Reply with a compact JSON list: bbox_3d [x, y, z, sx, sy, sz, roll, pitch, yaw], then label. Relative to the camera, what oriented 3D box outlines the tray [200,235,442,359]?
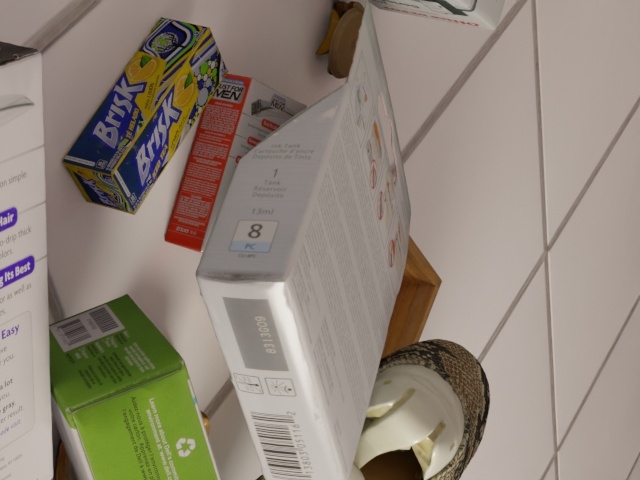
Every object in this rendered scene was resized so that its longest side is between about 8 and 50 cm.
[{"bbox_3d":[0.014,0.051,1.590,0.203,0.076,0.411,-67,153,-15],"label":"tray"}]

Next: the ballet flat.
[{"bbox_3d":[0.028,0.252,1.494,0.483,0.164,0.182,-39,168,-25],"label":"ballet flat"}]

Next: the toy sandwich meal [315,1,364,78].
[{"bbox_3d":[0.023,-0.214,1.523,0.085,0.029,0.085,-43,143,-44],"label":"toy sandwich meal"}]

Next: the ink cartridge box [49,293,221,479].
[{"bbox_3d":[-0.140,0.196,1.156,0.097,0.189,0.255,-22,111,-15],"label":"ink cartridge box"}]

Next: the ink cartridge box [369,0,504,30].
[{"bbox_3d":[0.094,-0.293,1.477,0.208,0.153,0.087,17,89,-62],"label":"ink cartridge box"}]

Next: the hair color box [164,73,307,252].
[{"bbox_3d":[-0.079,-0.065,1.360,0.093,0.053,0.167,21,86,-54],"label":"hair color box"}]

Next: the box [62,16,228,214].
[{"bbox_3d":[-0.146,-0.107,1.218,0.169,0.054,0.059,-61,151,-27],"label":"box"}]

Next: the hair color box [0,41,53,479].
[{"bbox_3d":[-0.282,0.042,0.976,0.185,0.110,0.339,-30,131,-53],"label":"hair color box"}]

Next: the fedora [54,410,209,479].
[{"bbox_3d":[-0.161,0.190,1.314,0.194,0.079,0.194,-39,136,-51],"label":"fedora"}]

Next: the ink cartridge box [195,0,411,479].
[{"bbox_3d":[0.000,0.000,1.404,0.308,0.091,0.385,75,22,-44],"label":"ink cartridge box"}]
